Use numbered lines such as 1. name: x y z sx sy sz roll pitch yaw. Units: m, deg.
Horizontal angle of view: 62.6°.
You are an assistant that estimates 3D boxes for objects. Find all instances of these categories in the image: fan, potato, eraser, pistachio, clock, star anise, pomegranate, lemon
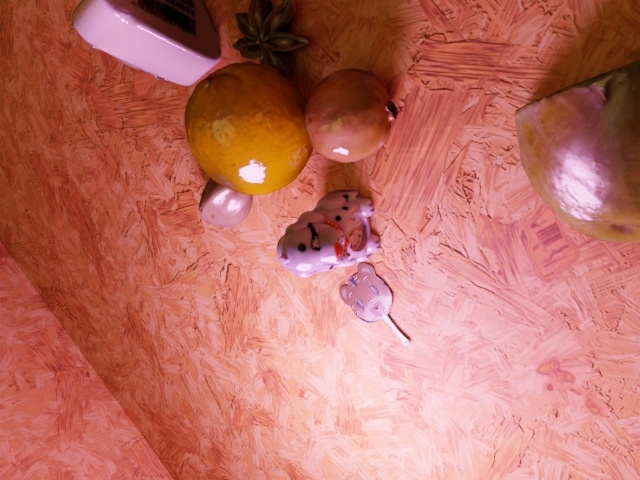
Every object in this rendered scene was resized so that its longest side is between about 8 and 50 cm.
1. fan: 0.145 0.171 1.313 0.226 0.008 0.152 49 130 13
2. potato: 0.457 -0.115 0.798 0.330 0.213 0.280 -13 99 43
3. eraser: -0.429 -0.544 1.269 0.150 0.331 0.331 -21 95 42
4. pistachio: -0.261 -0.109 1.439 0.137 0.153 0.238 67 160 8
5. clock: 0.004 -0.001 1.194 0.189 0.254 0.188 13 114 30
6. star anise: -0.112 -0.470 1.200 0.212 0.073 0.197 47 135 9
7. pomegranate: 0.059 -0.256 1.082 0.191 0.191 0.191 17 119 33
8. lemon: -0.153 -0.248 1.178 0.297 0.297 0.297 17 119 33

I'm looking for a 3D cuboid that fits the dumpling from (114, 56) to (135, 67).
1. dumpling: -0.538 -0.563 1.487 0.199 0.118 0.136 19 108 1
